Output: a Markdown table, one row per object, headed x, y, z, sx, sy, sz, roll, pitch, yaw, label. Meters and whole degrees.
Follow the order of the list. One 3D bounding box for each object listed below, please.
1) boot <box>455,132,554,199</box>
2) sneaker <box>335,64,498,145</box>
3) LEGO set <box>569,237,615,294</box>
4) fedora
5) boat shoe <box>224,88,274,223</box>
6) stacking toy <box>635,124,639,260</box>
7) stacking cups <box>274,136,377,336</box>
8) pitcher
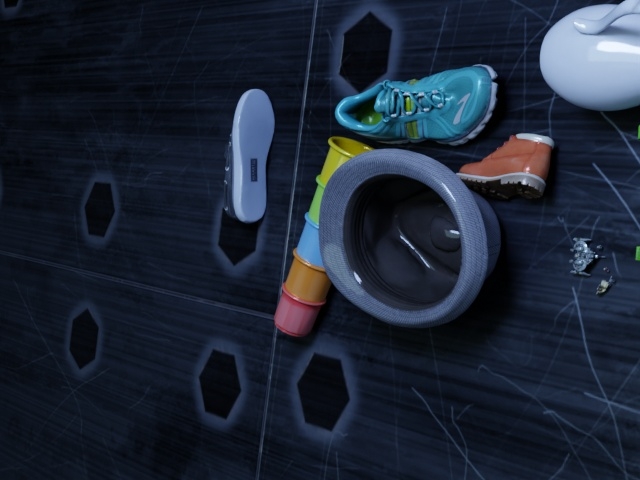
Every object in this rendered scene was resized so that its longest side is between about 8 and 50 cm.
| x | y | z | sx | sy | sz | roll | pitch | yaw | label |
| --- | --- | --- | --- | --- | --- | --- | --- | --- | --- |
| 0.247 | -0.102 | 1.497 | 0.158 | 0.059 | 0.084 | 3 | 70 | 54 | boot |
| 0.134 | -0.187 | 1.588 | 0.275 | 0.110 | 0.107 | -9 | 78 | 48 | sneaker |
| 0.333 | 0.028 | 1.395 | 0.083 | 0.023 | 0.054 | 46 | 119 | 42 | LEGO set |
| 0.138 | -0.008 | 1.534 | 0.275 | 0.124 | 0.244 | 8 | 104 | 43 | fedora |
| -0.132 | -0.144 | 1.925 | 0.076 | 0.080 | 0.228 | 5 | 96 | 48 | boat shoe |
| 0.451 | -0.055 | 1.253 | 0.221 | 0.052 | 0.167 | -1 | 83 | 51 | stacking toy |
| 0.000 | 0.000 | 1.729 | 0.096 | 0.096 | 0.316 | 40 | 115 | 44 | stacking cups |
| 0.348 | -0.225 | 1.295 | 0.207 | 0.178 | 0.125 | 13 | 70 | 48 | pitcher |
